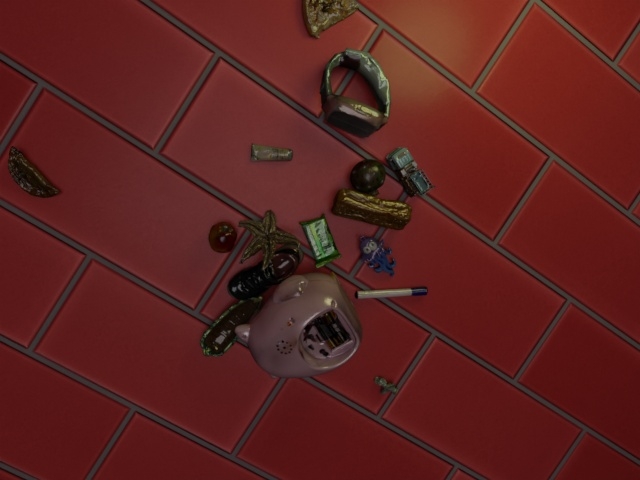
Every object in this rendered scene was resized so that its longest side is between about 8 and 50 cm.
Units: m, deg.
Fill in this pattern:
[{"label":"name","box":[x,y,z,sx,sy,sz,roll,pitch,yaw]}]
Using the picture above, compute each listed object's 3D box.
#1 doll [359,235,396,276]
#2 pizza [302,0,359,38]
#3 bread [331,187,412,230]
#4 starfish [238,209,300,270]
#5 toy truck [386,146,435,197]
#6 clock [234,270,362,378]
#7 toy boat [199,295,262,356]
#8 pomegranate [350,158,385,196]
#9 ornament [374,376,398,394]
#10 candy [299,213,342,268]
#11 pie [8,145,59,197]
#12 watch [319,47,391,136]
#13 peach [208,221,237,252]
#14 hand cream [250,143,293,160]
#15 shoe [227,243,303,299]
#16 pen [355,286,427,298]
[{"label":"doll","box":[0.208,0.056,1.629,0.110,0.067,0.206,-42,111,8]},{"label":"pizza","box":[0.036,-0.775,1.506,0.195,0.052,0.185,-7,101,-7]},{"label":"bread","box":[0.177,-0.106,1.574,0.271,0.139,0.077,11,65,-7]},{"label":"starfish","box":[-0.178,-0.005,1.518,0.240,0.043,0.227,13,66,19]},{"label":"toy truck","box":[0.311,-0.240,1.578,0.080,0.115,0.178,-36,99,-2]},{"label":"clock","box":[-0.059,0.303,1.503,0.376,0.250,0.368,-30,117,2]},{"label":"toy boat","box":[-0.299,0.283,1.574,0.108,0.099,0.293,43,98,-12]},{"label":"pomegranate","box":[0.166,-0.215,1.557,0.130,0.130,0.130,-1,97,-8]},{"label":"ornament","box":[0.251,0.551,1.708,0.068,0.041,0.092,-24,113,19]},{"label":"candy","box":[0.000,0.000,1.608,0.102,0.032,0.178,-22,101,-1]},{"label":"pie","box":[-0.936,-0.205,1.454,0.088,0.033,0.191,-37,106,6]},{"label":"watch","box":[0.119,-0.502,1.515,0.253,0.162,0.241,20,82,-12]},{"label":"peach","box":[-0.333,-0.008,1.534,0.101,0.101,0.101,-1,97,-8]},{"label":"hand cream","box":[-0.166,-0.298,1.547,0.143,0.039,0.061,2,99,-3]},{"label":"shoe","box":[-0.182,0.119,1.545,0.291,0.137,0.114,-33,100,-2]},{"label":"pen","box":[0.261,0.194,1.668,0.269,0.033,0.033,-2,98,-8]}]
